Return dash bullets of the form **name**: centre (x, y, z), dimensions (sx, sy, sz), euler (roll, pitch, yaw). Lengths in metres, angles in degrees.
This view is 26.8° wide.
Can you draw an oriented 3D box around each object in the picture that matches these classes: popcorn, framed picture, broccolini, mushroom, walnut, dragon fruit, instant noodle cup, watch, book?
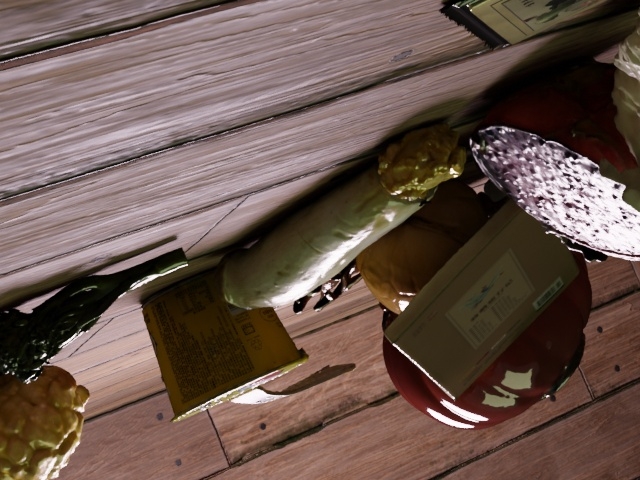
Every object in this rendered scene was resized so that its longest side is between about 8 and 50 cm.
- **popcorn**: centre (0.093, -0.071, 1.221), dimensions (0.082, 0.057, 0.083), euler (-31, 168, 13)
- **framed picture**: centre (0.184, -0.176, 0.878), dimensions (0.199, 0.010, 0.195), euler (-25, 173, 16)
- **broccolini**: centre (-0.221, 0.053, 1.249), dimensions (0.202, 0.068, 0.091), euler (-37, -171, -10)
- **mushroom**: centre (0.000, 0.000, 1.381), dimensions (0.100, 0.081, 0.312), euler (-25, 175, -43)
- **popcorn**: centre (-0.375, 0.236, 1.726), dimensions (0.180, 0.170, 0.180), euler (-16, 155, -8)
- **walnut**: centre (0.114, 0.008, 1.467), dimensions (0.159, 0.159, 0.207), euler (-24, 162, 6)
- **dragon fruit**: centre (0.261, -0.092, 1.220), dimensions (0.148, 0.224, 0.218), euler (-58, -157, -13)
- **instant noodle cup**: centre (-0.123, 0.115, 1.603), dimensions (0.182, 0.144, 0.182), euler (-24, 173, -3)
- **watch**: centre (-0.070, 0.139, 1.871), dimensions (0.102, 0.165, 0.268), euler (-26, 170, 37)
- **book**: centre (0.184, 0.064, 1.457), dimensions (0.217, 0.021, 0.310), euler (-45, 155, -1)

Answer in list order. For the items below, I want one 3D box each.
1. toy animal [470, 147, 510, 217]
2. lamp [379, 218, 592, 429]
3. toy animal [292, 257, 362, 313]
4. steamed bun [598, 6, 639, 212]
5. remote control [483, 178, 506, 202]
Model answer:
- **toy animal**: centre (0.253, -0.061, 1.472), dimensions (0.157, 0.097, 0.312), euler (-22, 154, 1)
- **lamp**: centre (0.212, 0.098, 1.750), dimensions (0.303, 0.257, 0.303), euler (-50, -164, 21)
- **toy animal**: centre (0.023, 0.024, 1.745), dimensions (0.243, 0.087, 0.260), euler (-37, 175, -26)
- **steamed bun**: centre (0.365, -0.100, 0.944), dimensions (0.273, 0.290, 0.272), euler (-45, 174, 0)
- **remote control**: centre (0.291, -0.098, 1.685), dimensions (0.140, 0.056, 0.296), euler (-19, 174, -5)
